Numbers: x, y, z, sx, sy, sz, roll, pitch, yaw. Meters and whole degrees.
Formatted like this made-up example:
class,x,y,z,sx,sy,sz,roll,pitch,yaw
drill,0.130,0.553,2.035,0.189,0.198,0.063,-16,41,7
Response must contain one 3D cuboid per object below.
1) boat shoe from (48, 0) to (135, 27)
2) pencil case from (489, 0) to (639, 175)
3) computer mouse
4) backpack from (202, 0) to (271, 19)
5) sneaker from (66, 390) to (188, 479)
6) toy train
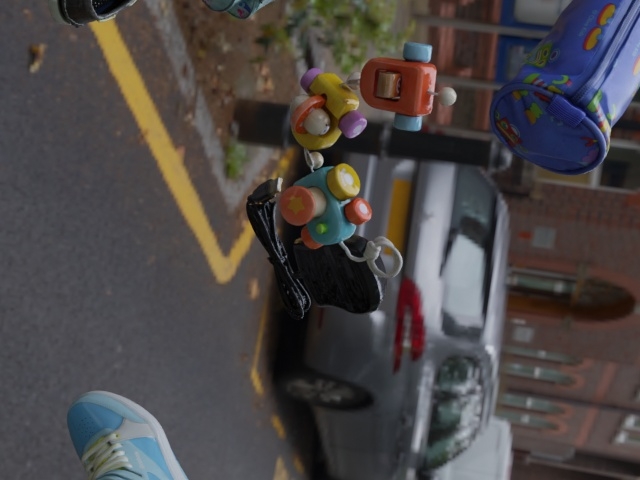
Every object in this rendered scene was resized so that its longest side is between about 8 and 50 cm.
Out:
class,x,y,z,sx,sy,sz,roll,pitch,yaw
boat shoe,-0.256,-0.345,1.419,0.227,0.069,0.081,-53,142,-40
pencil case,0.285,-0.211,1.068,0.306,0.119,0.133,-56,175,-19
computer mouse,0.000,0.000,1.320,0.262,0.060,0.184,-12,-77,64
backpack,-0.152,-0.514,1.915,0.191,0.225,0.253,-41,174,-21
sneaker,-0.290,0.326,1.520,0.127,0.319,0.208,-48,154,7
toy train,0.021,-0.059,0.745,0.046,0.125,0.166,-11,117,-48
